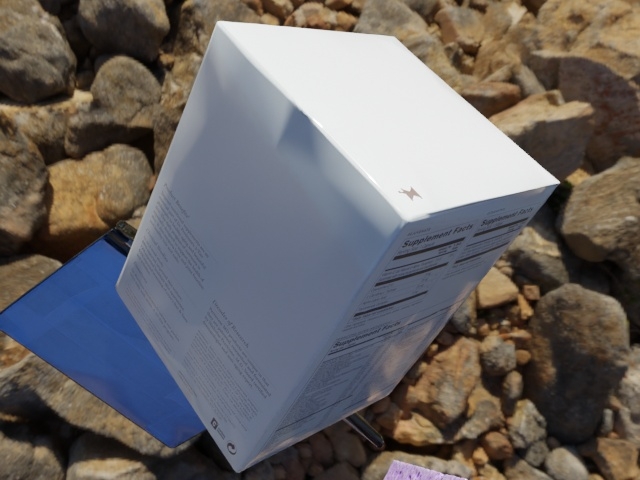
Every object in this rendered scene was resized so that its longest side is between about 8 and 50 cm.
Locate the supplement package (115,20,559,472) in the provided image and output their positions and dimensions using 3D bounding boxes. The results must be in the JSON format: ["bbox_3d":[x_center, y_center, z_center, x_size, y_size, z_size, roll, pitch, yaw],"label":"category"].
[{"bbox_3d":[0.000,0.000,0.553,0.198,0.263,0.199,-13,53,-46],"label":"supplement package"}]

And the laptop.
[{"bbox_3d":[-0.196,0.187,0.949,0.236,0.407,0.382,-50,120,-11],"label":"laptop"}]

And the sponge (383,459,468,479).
[{"bbox_3d":[0.109,0.331,0.835,0.031,0.210,0.117,38,71,-7],"label":"sponge"}]
